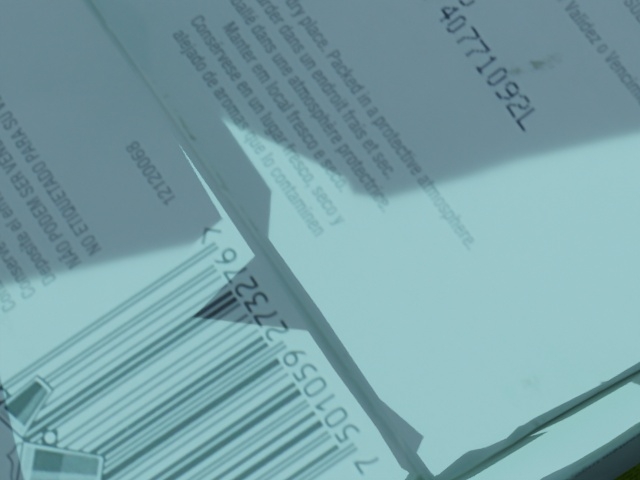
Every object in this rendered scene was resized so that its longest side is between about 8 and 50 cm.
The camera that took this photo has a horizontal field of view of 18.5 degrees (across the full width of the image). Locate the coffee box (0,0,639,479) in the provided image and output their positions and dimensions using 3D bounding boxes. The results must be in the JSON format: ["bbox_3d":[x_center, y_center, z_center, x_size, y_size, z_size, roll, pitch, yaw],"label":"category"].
[{"bbox_3d":[0.000,0.000,0.824,0.338,0.334,0.338,-33,72,-3],"label":"coffee box"}]
